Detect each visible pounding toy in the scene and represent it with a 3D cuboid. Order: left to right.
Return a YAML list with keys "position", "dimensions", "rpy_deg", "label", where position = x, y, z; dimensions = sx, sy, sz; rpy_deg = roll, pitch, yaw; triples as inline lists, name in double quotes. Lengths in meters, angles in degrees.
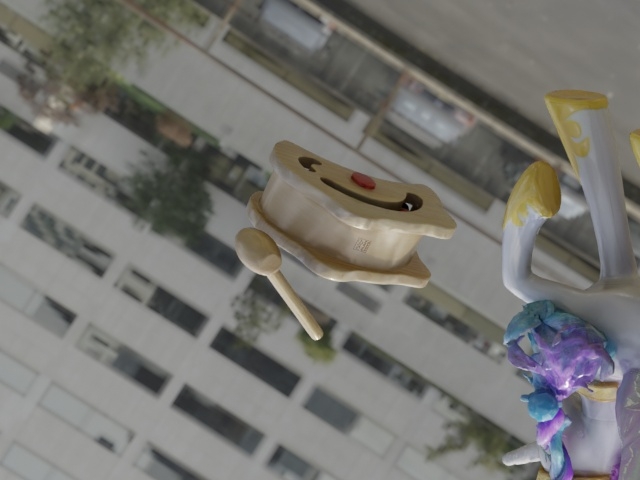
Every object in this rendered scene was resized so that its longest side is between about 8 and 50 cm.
- position: [0.000, 0.000, 1.424]
  dimensions: [0.269, 0.155, 0.154]
  rpy_deg: [6, -151, -41]
  label: "pounding toy"

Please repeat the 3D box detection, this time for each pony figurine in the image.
- position: [0.286, 0.087, 1.035]
  dimensions: [0.351, 0.364, 0.302]
  rpy_deg: [13, -157, 39]
  label: "pony figurine"
